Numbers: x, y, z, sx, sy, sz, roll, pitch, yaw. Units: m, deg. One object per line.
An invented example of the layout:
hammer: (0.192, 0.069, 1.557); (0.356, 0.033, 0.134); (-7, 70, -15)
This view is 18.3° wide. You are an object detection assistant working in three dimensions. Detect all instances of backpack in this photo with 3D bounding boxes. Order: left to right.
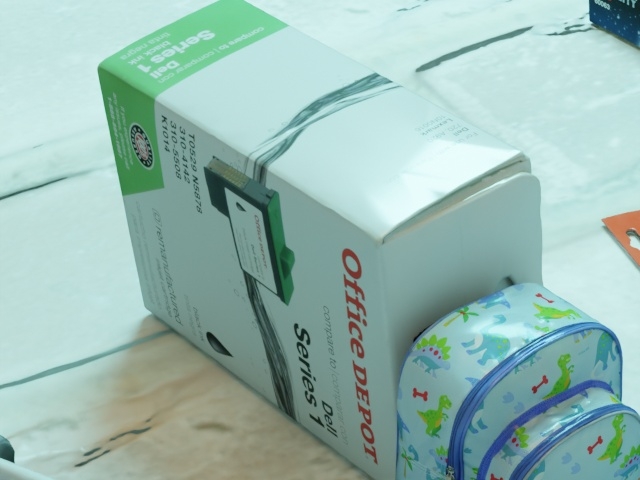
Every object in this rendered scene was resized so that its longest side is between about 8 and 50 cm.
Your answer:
backpack: (0.089, 0.083, 0.861); (0.105, 0.114, 0.084); (-26, 39, -27)

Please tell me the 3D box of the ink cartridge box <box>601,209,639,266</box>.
ink cartridge box: (0.215, -0.020, 1.062); (0.115, 0.029, 0.063); (-15, 36, -13)

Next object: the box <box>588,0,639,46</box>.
box: (0.298, -0.138, 1.203); (0.159, 0.044, 0.233); (-26, 40, -26)

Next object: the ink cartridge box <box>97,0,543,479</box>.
ink cartridge box: (0.000, 0.000, 0.953); (0.092, 0.160, 0.219); (-29, 40, -27)

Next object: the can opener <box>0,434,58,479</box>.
can opener: (-0.175, 0.128, 0.873); (0.283, 0.076, 0.095); (15, 39, 29)
